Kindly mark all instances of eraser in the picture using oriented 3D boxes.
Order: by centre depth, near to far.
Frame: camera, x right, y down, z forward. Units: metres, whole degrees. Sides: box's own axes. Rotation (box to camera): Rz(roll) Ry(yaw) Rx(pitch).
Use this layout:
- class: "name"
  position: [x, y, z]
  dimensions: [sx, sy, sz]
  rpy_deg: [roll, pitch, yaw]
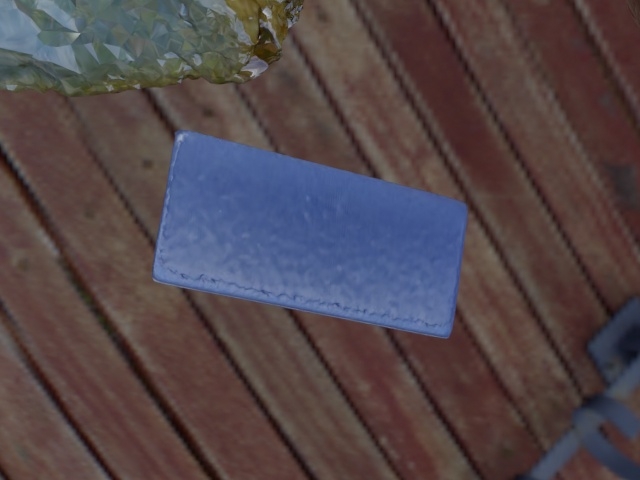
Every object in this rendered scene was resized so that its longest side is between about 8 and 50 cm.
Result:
- class: "eraser"
  position: [0.000, 0.000, 0.978]
  dimensions: [0.225, 0.036, 0.082]
  rpy_deg: [12, 84, -36]

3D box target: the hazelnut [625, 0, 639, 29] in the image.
- class: "hazelnut"
  position: [0.325, -0.159, 0.871]
  dimensions: [0.402, 0.402, 0.429]
  rpy_deg: [-23, 63, -31]

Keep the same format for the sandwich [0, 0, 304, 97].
- class: "sandwich"
  position: [-0.196, -0.169, 0.731]
  dimensions: [0.131, 0.325, 0.262]
  rpy_deg: [-77, 151, -44]
